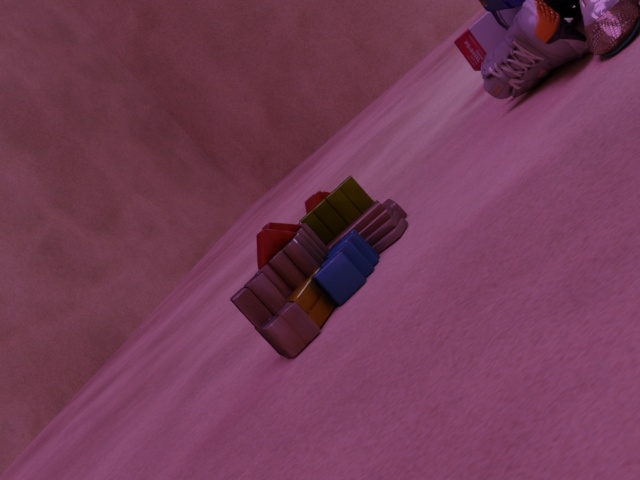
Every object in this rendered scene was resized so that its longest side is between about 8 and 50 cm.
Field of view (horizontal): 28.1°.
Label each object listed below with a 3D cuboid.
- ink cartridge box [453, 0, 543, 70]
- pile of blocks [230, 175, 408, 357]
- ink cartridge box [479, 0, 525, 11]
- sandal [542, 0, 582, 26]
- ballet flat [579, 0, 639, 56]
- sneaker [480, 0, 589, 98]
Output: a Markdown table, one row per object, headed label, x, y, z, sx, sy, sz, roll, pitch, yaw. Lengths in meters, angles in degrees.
| label | x | y | z | sx | sy | sz | roll | pitch | yaw |
| --- | --- | --- | --- | --- | --- | --- | --- | --- | --- |
| ink cartridge box | 0.300 | -0.337 | 2.017 | 0.150 | 0.063 | 0.109 | -39 | -12 | 27 |
| pile of blocks | 0.000 | 0.000 | 1.448 | 0.149 | 0.112 | 0.362 | -39 | 7 | 26 |
| ink cartridge box | 0.315 | -0.444 | 1.733 | 0.270 | 0.151 | 0.395 | -36 | 5 | 7 |
| sandal | 0.350 | -0.323 | 1.848 | 0.097 | 0.054 | 0.254 | -36 | -5 | -14 |
| ballet flat | 0.322 | -0.262 | 1.452 | 0.073 | 0.067 | 0.206 | -39 | 7 | 22 |
| sneaker | 0.254 | -0.224 | 1.576 | 0.121 | 0.099 | 0.262 | -49 | -2 | 6 |
